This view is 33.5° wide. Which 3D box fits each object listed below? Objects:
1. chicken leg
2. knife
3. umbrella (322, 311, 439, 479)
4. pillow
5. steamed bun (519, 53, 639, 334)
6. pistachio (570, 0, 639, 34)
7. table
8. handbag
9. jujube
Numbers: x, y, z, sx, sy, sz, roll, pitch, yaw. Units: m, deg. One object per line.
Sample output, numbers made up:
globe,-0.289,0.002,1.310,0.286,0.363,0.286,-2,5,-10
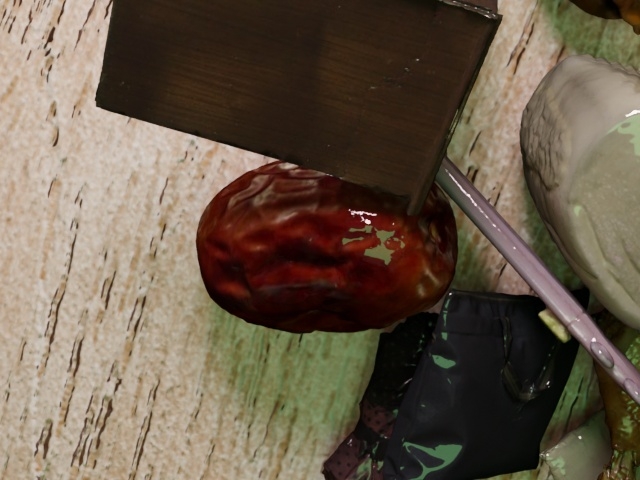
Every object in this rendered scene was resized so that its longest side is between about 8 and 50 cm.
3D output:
chicken leg,0.315,0.171,1.079,0.107,0.087,0.251,12,81,-23
knife,0.178,0.010,1.009,0.038,0.132,0.398,-41,77,10
umbrella,0.056,0.224,1.110,0.090,0.094,0.326,23,100,7
pillow,0.337,0.282,1.144,0.148,0.050,0.230,-34,100,-24
steamed bun,0.376,-0.023,0.994,0.383,0.247,0.236,10,116,-4
pistachio,0.253,-0.287,0.989,0.165,0.130,0.210,-41,105,-35
table,-0.013,-0.203,0.901,0.282,0.250,0.196,16,130,-5
handbag,0.174,0.143,1.054,0.254,0.088,0.211,4,104,-46
jujube,0.000,0.000,0.995,0.243,0.183,0.183,-9,105,29
